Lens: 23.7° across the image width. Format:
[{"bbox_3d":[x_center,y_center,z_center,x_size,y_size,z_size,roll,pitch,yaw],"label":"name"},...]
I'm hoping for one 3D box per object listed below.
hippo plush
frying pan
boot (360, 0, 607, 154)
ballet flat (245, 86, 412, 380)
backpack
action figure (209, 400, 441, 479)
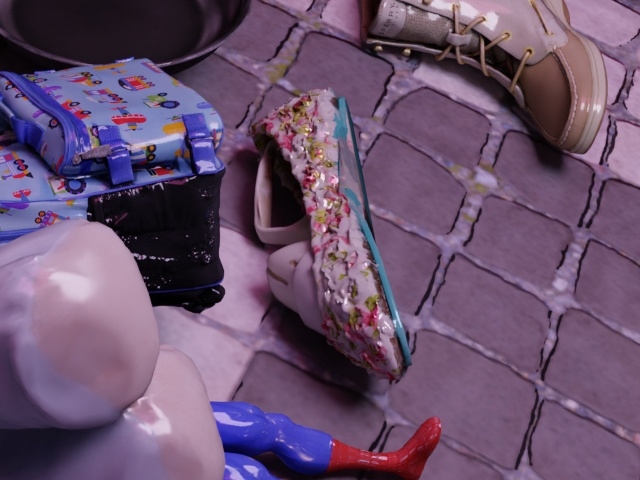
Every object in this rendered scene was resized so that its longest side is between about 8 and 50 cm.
[{"bbox_3d":[-0.196,0.092,0.676,0.234,0.294,0.236,20,10,-38],"label":"hippo plush"},{"bbox_3d":[-0.194,-0.148,1.011,0.326,0.053,0.197,-26,56,-32],"label":"frying pan"},{"bbox_3d":[0.118,-0.149,1.155,0.165,0.077,0.213,8,39,-20],"label":"boot"},{"bbox_3d":[0.000,0.000,0.952,0.077,0.091,0.241,-14,43,1],"label":"ballet flat"},{"bbox_3d":[-0.153,-0.026,0.842,0.173,0.117,0.158,-8,26,-23],"label":"backpack"},{"bbox_3d":[-0.058,0.084,0.784,0.280,0.139,0.091,10,43,-15],"label":"action figure"}]
